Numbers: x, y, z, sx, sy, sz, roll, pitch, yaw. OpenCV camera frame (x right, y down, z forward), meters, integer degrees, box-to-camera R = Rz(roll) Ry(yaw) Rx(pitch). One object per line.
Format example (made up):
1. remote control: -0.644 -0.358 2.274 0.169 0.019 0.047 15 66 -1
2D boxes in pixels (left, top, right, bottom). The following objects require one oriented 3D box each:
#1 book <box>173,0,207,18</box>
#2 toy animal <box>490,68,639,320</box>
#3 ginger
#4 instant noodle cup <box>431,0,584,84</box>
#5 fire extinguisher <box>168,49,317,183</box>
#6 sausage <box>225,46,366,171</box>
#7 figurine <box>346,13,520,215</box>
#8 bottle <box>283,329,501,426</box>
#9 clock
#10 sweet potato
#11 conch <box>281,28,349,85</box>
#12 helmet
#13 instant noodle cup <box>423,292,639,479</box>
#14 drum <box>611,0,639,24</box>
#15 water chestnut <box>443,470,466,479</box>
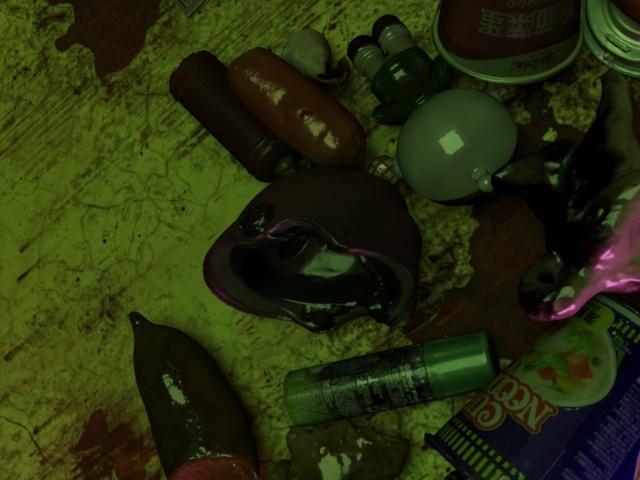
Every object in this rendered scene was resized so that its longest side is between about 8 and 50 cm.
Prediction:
1. book: -0.217 -0.515 1.647 0.182 0.014 0.127 -43 71 10
2. toy animal: 0.363 -0.050 1.209 0.303 0.344 0.194 -35 117 11
3. ginger: 0.024 0.407 1.364 0.219 0.123 0.270 13 86 0
4. instant noodle cup: 0.281 -0.370 1.308 0.235 0.178 0.234 -3 55 4
5. fire extinguisher: -0.102 -0.197 1.521 0.147 0.106 0.337 -40 70 -15
6. sausage: -0.031 -0.201 1.415 0.259 0.113 0.113 41 97 18
7. figurine: 0.173 -0.197 1.381 0.281 0.167 0.370 -36 63 9
8. bottle: 0.109 0.215 1.380 0.330 0.093 0.093 -15 78 18
9. clock: 0.506 -0.361 1.338 0.236 0.053 0.236 -3 81 21
10. sweet potato: -0.213 0.270 1.469 0.158 0.158 0.369 -31 66 14
11. conch: -0.001 -0.299 1.476 0.094 0.104 0.176 -43 25 -10
12. helmet: 0.000 0.000 1.379 0.338 0.271 0.197 -4 53 30
13. instant noodle cup: 0.345 0.243 1.214 0.284 0.284 0.312 40 88 21
14. drum: 0.578 -0.495 1.208 0.431 0.214 0.431 -3 74 12
15. water chestnut: 0.193 0.479 1.219 0.244 0.289 0.289 45 99 9
